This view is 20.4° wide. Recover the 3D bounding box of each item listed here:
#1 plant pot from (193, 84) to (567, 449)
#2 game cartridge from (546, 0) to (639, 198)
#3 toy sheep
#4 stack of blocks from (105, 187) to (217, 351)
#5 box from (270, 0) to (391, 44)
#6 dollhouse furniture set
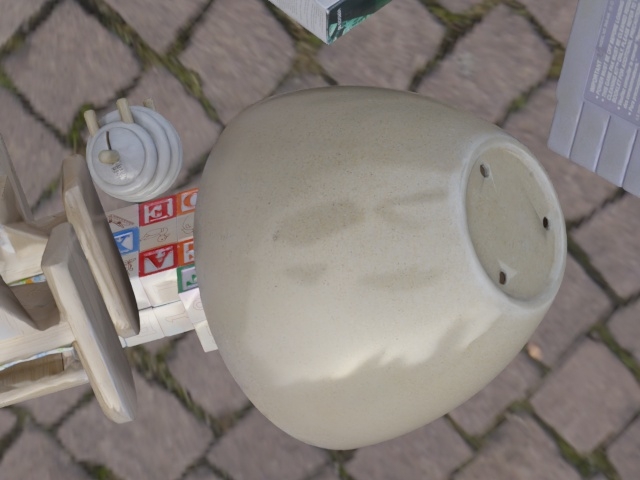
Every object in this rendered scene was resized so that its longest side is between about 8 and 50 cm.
[{"bbox_3d":[0.071,0.004,1.342,0.191,0.284,0.284,-15,108,40],"label":"plant pot"},{"bbox_3d":[0.360,-0.214,1.803,0.068,0.230,0.355,-11,125,-38],"label":"game cartridge"},{"bbox_3d":[-0.162,-0.076,1.530,0.091,0.132,0.091,2,96,21],"label":"toy sheep"},{"bbox_3d":[-0.116,0.027,1.862,0.297,0.171,0.087,-15,128,6],"label":"stack of blocks"},{"bbox_3d":[0.045,-0.359,1.852,0.322,0.058,0.232,-37,61,-22],"label":"box"},{"bbox_3d":[-0.316,0.095,1.418,0.362,0.394,0.256,-16,115,4],"label":"dollhouse furniture set"}]
